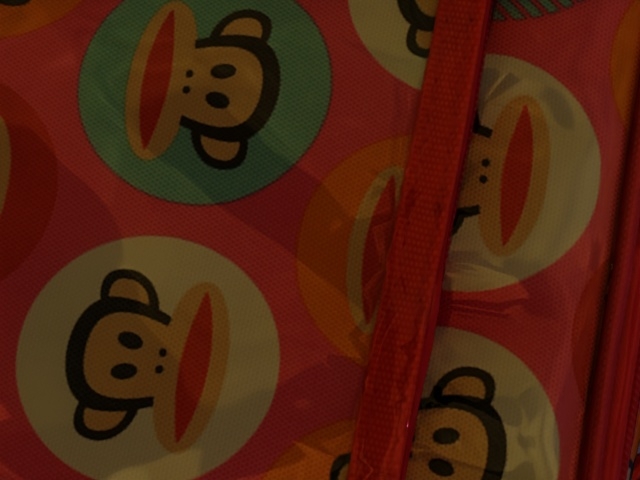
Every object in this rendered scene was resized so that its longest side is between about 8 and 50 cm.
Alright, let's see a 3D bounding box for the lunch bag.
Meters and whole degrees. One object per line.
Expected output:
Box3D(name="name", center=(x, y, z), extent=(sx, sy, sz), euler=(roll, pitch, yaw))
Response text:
Box3D(name="lunch bag", center=(0.000, 0.000, 0.537), extent=(0.258, 0.120, 0.293), euler=(8, -104, 10))
